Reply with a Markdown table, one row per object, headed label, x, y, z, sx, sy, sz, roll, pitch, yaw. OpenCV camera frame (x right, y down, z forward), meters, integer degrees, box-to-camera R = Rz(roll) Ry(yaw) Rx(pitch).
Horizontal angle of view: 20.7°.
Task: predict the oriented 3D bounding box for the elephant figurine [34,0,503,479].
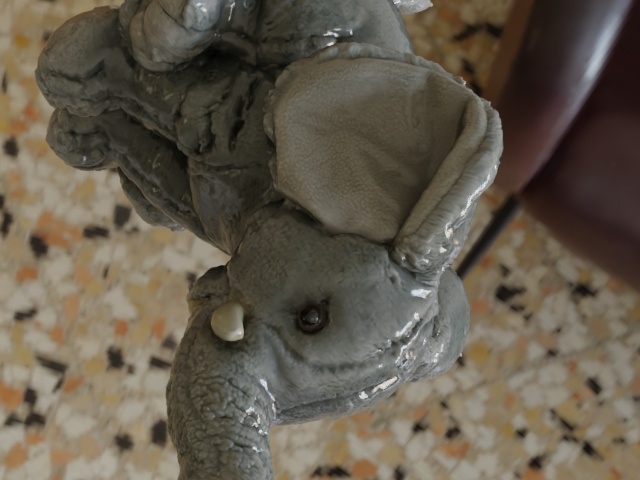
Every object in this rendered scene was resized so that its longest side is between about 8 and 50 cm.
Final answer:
| label | x | y | z | sx | sy | sz | roll | pitch | yaw |
| --- | --- | --- | --- | --- | --- | --- | --- | --- | --- |
| elephant figurine | 0.000 | 0.000 | 0.706 | 0.239 | 0.186 | 0.169 | 55 | 15 | 28 |
